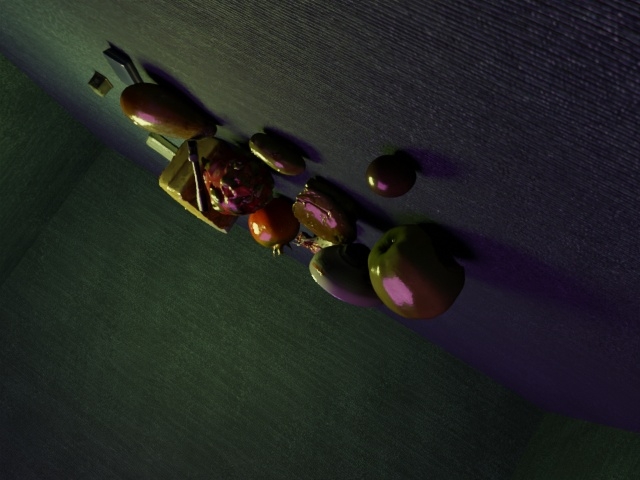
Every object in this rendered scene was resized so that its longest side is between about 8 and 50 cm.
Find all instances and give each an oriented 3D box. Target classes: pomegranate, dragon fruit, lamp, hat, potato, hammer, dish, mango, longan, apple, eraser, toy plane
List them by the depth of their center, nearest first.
[{"bbox_3d":[0.154,-0.139,1.081,0.113,0.092,0.113,7,175,1],"label":"longan"},{"bbox_3d":[0.263,0.088,1.412,0.279,0.279,0.279,31,170,6],"label":"apple"},{"bbox_3d":[-0.128,-0.253,1.433,0.188,0.085,0.105,33,-167,14],"label":"potato"},{"bbox_3d":[0.115,0.074,1.564,0.273,0.134,0.273,20,-153,-10],"label":"dish"},{"bbox_3d":[-0.494,-0.415,1.633,0.316,0.146,0.192,17,174,-16],"label":"mango"},{"bbox_3d":[-0.652,-0.565,1.658,0.081,0.036,0.225,33,170,-1],"label":"eraser"},{"bbox_3d":[-0.281,-0.205,1.731,0.303,0.236,0.231,-131,31,-75],"label":"dragon fruit"},{"bbox_3d":[-0.427,-0.218,1.734,0.290,0.037,0.137,92,165,-45],"label":"hammer"},{"bbox_3d":[0.000,0.000,2.092,0.092,0.108,0.286,13,175,-43],"label":"toy plane"},{"bbox_3d":[-0.193,-0.055,2.122,0.221,0.220,0.257,104,152,-80],"label":"pomegranate"},{"bbox_3d":[0.025,0.032,2.273,0.286,0.107,0.236,26,-179,-10],"label":"hat"},{"bbox_3d":[-0.768,-0.451,2.553,0.269,0.047,0.266,36,171,-21],"label":"lamp"}]

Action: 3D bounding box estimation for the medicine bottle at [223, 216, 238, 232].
[{"bbox_3d":[-0.493,-0.189,2.438,0.237,0.232,0.238,31,170,6],"label":"medicine bottle"}]

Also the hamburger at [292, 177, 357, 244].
[{"bbox_3d":[0.036,-0.075,1.645,0.211,0.133,0.309,32,169,15],"label":"hamburger"}]

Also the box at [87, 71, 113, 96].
[{"bbox_3d":[-0.895,-0.631,2.019,0.060,0.063,0.085,31,171,2],"label":"box"}]

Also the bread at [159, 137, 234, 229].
[{"bbox_3d":[-0.439,-0.232,1.947,0.207,0.279,0.279,28,171,36],"label":"bread"}]
